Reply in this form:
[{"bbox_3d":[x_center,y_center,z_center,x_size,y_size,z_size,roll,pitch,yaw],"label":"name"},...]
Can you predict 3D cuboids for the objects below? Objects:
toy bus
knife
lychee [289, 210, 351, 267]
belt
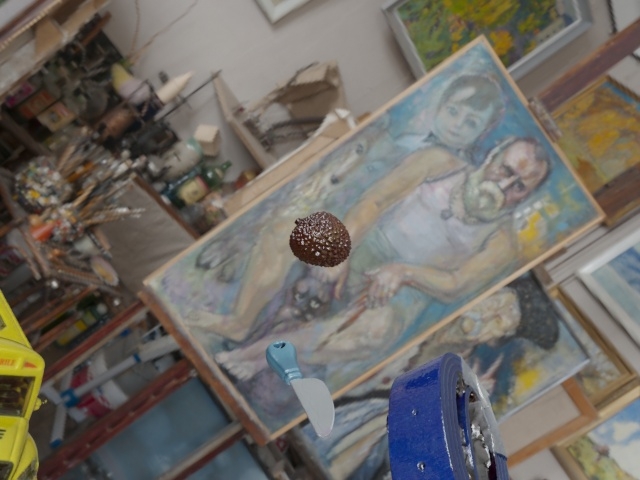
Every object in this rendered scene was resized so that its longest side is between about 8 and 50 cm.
[{"bbox_3d":[-0.379,0.119,0.696,0.144,0.152,0.330,22,14,-49],"label":"toy bus"},{"bbox_3d":[-0.023,0.219,1.054,0.244,0.058,0.032,-139,-134,-58],"label":"knife"},{"bbox_3d":[0.003,-0.002,1.441,0.129,0.123,0.123,19,1,6],"label":"lychee"},{"bbox_3d":[0.214,0.347,1.146,0.212,0.117,0.347,45,28,-25],"label":"belt"}]
